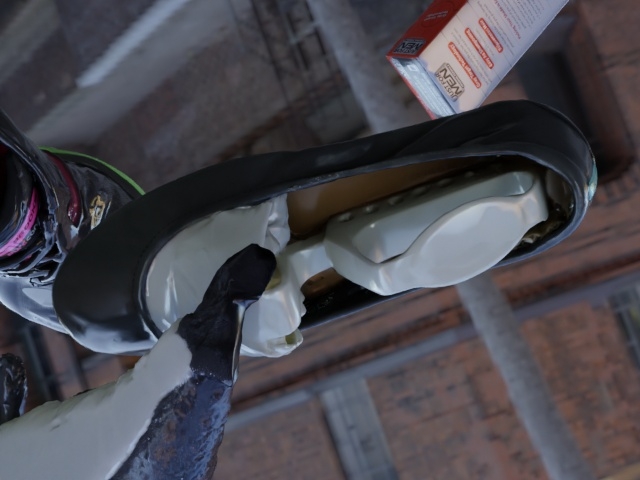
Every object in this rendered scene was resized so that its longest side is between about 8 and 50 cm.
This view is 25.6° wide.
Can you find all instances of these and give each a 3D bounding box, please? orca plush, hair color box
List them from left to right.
[{"bbox_3d":[-0.098,0.112,0.686,0.102,0.151,0.287,17,121,-41],"label":"orca plush"},{"bbox_3d":[0.121,-0.163,1.069,0.141,0.072,0.043,-49,-149,-16],"label":"hair color box"}]

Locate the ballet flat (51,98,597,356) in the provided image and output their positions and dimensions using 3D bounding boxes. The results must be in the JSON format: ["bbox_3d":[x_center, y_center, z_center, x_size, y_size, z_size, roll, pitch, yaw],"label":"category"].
[{"bbox_3d":[0.000,0.000,0.680,0.280,0.095,0.096,-20,-156,2],"label":"ballet flat"}]

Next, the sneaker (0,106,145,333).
[{"bbox_3d":[-0.289,-0.022,1.229,0.185,0.202,0.483,-42,132,9],"label":"sneaker"}]
